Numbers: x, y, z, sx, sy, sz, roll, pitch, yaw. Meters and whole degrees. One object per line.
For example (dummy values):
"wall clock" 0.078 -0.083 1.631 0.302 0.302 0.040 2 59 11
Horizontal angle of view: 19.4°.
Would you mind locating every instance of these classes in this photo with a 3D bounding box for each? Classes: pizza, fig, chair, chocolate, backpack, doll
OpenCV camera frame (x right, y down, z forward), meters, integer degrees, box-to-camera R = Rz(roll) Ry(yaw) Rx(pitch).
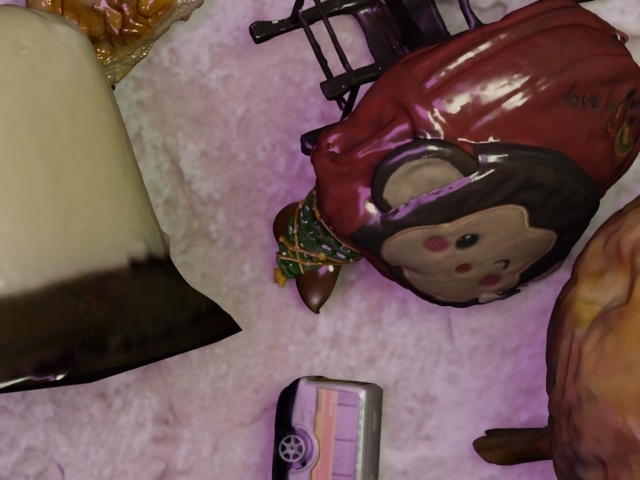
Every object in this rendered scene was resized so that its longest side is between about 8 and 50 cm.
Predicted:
"pizza" -0.157 -0.190 1.396 0.161 0.062 0.182 11 91 26
"fig" 0.219 0.090 1.125 0.369 0.286 0.286 -14 79 57
"chair" 0.080 -0.157 1.268 0.229 0.113 0.106 -20 75 -14
"chocolate" -0.261 -0.036 1.279 0.326 0.314 0.297 -4 95 29
"backpack" 0.106 -0.062 1.178 0.229 0.229 0.139 -41 59 20
"doll" -0.004 -0.003 1.296 0.113 0.077 0.078 -33 67 22

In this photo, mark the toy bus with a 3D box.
"toy bus" 0.005 0.180 1.294 0.072 0.057 0.172 2 88 18
